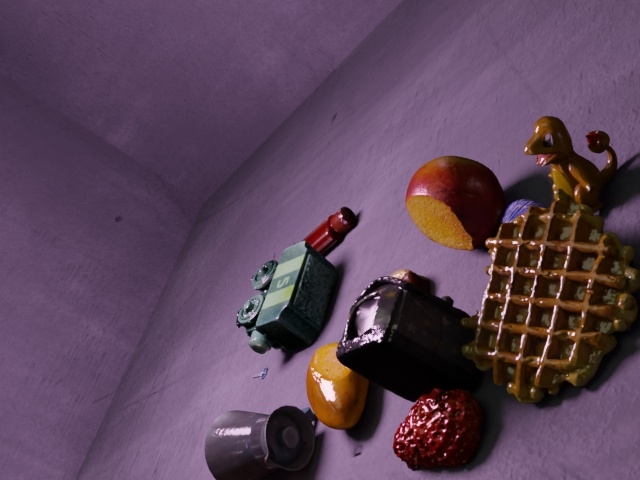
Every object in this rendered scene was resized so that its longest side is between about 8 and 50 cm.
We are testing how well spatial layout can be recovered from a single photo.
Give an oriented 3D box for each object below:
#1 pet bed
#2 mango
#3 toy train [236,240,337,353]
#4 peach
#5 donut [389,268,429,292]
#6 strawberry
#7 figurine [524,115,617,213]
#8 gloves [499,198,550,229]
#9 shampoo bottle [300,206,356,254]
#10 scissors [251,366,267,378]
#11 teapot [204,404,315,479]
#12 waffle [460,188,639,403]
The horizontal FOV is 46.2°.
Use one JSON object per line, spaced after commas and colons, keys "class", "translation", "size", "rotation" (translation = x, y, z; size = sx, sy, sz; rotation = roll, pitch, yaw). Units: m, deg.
{"class": "pet bed", "translation": [0.157, 0.156, 1.269], "size": [0.183, 0.210, 0.159], "rotation": [-35, 30, 53]}
{"class": "mango", "translation": [0.041, 0.297, 1.502], "size": [0.141, 0.102, 0.217], "rotation": [-29, 26, 6]}
{"class": "toy train", "translation": [-0.082, 0.155, 1.962], "size": [0.238, 0.167, 0.299], "rotation": [-22, 38, 42]}
{"class": "peach", "translation": [0.257, -0.066, 1.444], "size": [0.190, 0.190, 0.192], "rotation": [-40, 26, 39]}
{"class": "donut", "translation": [0.164, 0.123, 1.550], "size": [0.140, 0.059, 0.140], "rotation": [-44, 24, 25]}
{"class": "strawberry", "translation": [0.174, 0.303, 1.190], "size": [0.188, 0.082, 0.121], "rotation": [-37, 29, 38]}
{"class": "figurine", "translation": [0.410, -0.136, 1.208], "size": [0.122, 0.176, 0.121], "rotation": [-43, 22, 2]}
{"class": "gloves", "translation": [0.363, -0.018, 1.264], "size": [0.119, 0.097, 0.229], "rotation": [-27, 12, -8]}
{"class": "shampoo bottle", "translation": [0.000, 0.000, 2.142], "size": [0.260, 0.064, 0.102], "rotation": [-41, 20, 36]}
{"class": "scissors", "translation": [-0.167, 0.364, 2.035], "size": [0.083, 0.006, 0.036], "rotation": [-31, 32, 51]}
{"class": "teapot", "translation": [-0.119, 0.429, 1.607], "size": [0.225, 0.171, 0.203], "rotation": [-27, 3, 43]}
{"class": "waffle", "translation": [0.325, 0.081, 1.108], "size": [0.301, 0.058, 0.281], "rotation": [-61, 37, 11]}
